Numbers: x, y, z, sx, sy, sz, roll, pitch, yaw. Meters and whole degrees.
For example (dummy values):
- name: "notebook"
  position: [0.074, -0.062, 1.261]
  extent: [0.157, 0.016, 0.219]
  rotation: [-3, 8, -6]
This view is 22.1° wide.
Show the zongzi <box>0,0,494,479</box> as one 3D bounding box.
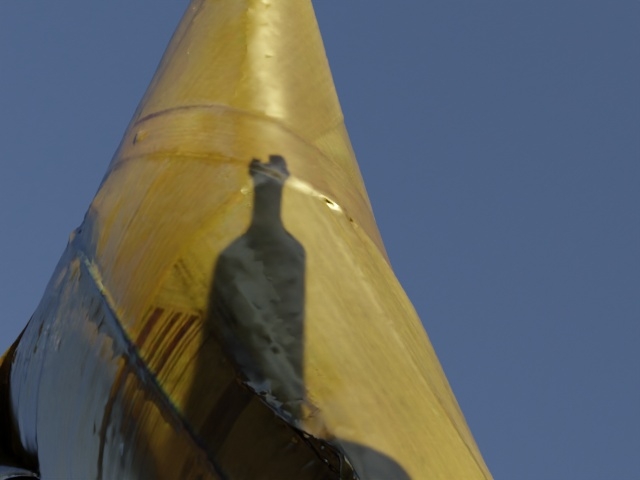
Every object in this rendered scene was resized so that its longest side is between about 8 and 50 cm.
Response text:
- name: "zongzi"
  position: [0.000, 0.000, 0.603]
  extent: [0.260, 0.123, 0.289]
  rotation: [21, -90, 54]
